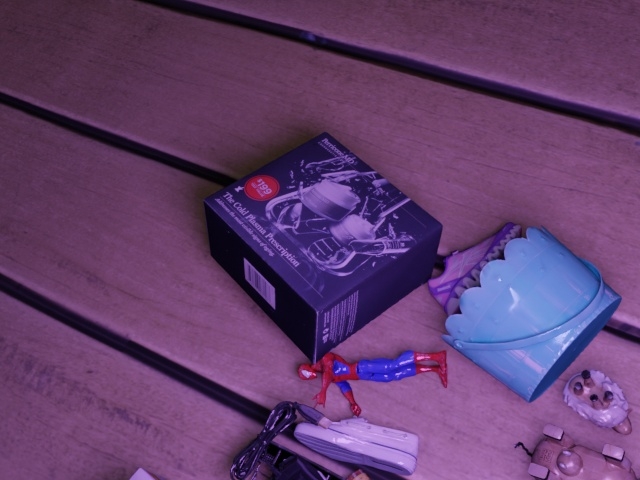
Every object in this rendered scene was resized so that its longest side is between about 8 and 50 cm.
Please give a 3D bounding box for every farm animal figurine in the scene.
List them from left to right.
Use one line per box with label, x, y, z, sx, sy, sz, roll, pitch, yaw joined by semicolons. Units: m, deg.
farm animal figurine;0.464;0.414;1.157;0.327;0.172;0.330;34;82;39

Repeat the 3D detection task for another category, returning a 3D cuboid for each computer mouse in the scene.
computer mouse;-0.016;0.395;1.247;0.262;0.060;0.184;28;79;36

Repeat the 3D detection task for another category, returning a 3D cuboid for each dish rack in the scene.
dish rack;-0.084;0.509;1.277;0.208;0.074;0.271;21;69;23

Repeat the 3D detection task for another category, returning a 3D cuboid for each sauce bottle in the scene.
sauce bottle;0.095;0.462;1.279;0.042;0.042;0.128;-37;62;-8

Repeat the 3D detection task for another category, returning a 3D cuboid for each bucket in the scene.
bucket;0.370;0.131;1.271;0.281;0.281;0.183;-43;64;-11

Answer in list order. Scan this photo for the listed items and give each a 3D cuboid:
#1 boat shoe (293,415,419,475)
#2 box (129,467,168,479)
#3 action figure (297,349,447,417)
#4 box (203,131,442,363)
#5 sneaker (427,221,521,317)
boat shoe;0.068;0.359;1.329;0.226;0.083;0.075;16;55;9
box;-0.269;0.482;1.259;0.114;0.203;0.103;32;73;26
action figure;0.090;0.271;1.351;0.280;0.091;0.139;0;51;13
box;0.000;0.000;1.426;0.312;0.179;0.343;-33;58;-27
sneaker;0.298;0.045;1.432;0.236;0.095;0.104;-46;54;-12
